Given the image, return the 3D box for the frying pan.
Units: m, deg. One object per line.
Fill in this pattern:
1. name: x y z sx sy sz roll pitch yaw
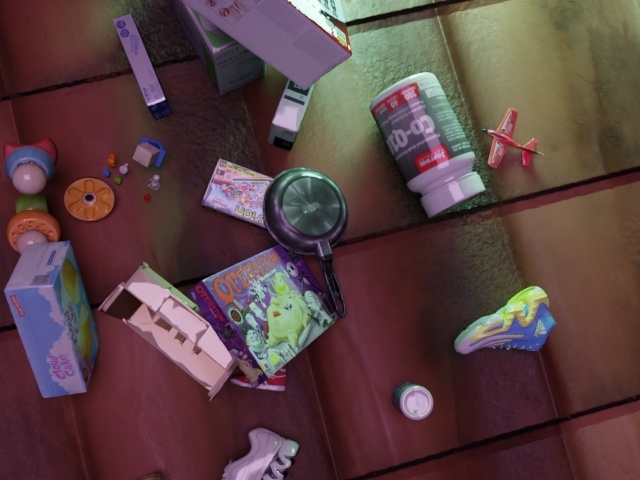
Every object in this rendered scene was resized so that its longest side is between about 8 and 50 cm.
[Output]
1. frying pan: -0.028 -0.005 1.373 0.197 0.053 0.325 6 74 -19

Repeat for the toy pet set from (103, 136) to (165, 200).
1. toy pet set: -0.394 -0.168 1.418 0.122 0.065 0.114 32 116 3

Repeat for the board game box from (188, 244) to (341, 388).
1. board game box: -0.092 0.127 1.261 0.056 0.347 0.208 -41 84 26

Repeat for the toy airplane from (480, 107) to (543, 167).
1. toy airplane: 0.442 -0.227 1.489 0.151 0.028 0.151 0 84 -4

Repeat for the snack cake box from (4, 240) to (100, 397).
1. snack cake box: -0.508 0.152 1.243 0.089 0.152 0.264 -6 123 -6

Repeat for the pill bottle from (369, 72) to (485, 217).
1. pill bottle: 0.236 -0.204 1.404 0.161 0.161 0.283 -25 84 -7

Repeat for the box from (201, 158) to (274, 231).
1. box: -0.145 -0.091 1.425 0.207 0.036 0.114 20 82 -1

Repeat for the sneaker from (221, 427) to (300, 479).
1. sneaker: -0.160 0.522 1.315 0.118 0.110 0.292 29 73 8

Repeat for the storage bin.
1. storage bin: -0.274 0.183 1.269 0.262 0.260 0.123 39 78 2

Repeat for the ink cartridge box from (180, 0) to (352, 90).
1. ink cartridge box: -0.103 -0.479 1.194 0.130 0.310 0.271 -30 53 30

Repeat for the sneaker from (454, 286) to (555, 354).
1. sneaker: 0.413 0.206 1.398 0.240 0.091 0.126 -32 86 -8

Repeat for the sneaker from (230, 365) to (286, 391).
1. sneaker: -0.130 0.282 1.373 0.119 0.042 0.066 9 86 -10

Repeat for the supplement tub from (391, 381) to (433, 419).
1. supplement tub: 0.192 0.336 1.356 0.071 0.107 0.070 1 82 -5

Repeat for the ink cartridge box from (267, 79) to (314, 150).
1. ink cartridge box: -0.031 -0.373 1.405 0.065 0.165 0.332 19 83 -5

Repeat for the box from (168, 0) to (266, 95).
1. box: -0.226 -0.482 1.374 0.127 0.231 0.261 -29 86 -7

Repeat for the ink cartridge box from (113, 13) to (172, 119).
1. ink cartridge box: -0.388 -0.378 1.415 0.046 0.097 0.207 -23 84 -7

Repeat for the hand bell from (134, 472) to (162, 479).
1. hand bell: -0.326 0.610 1.300 0.126 0.126 0.241 -25 97 -7

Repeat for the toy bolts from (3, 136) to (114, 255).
1. toy bolts: -0.533 -0.085 1.287 0.219 0.158 0.228 -15 124 -13
